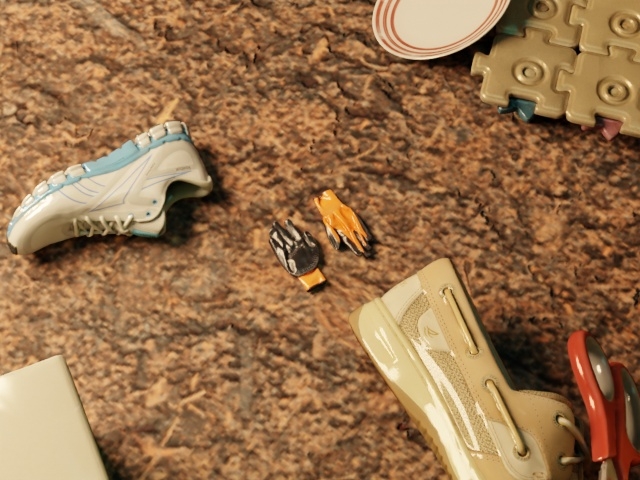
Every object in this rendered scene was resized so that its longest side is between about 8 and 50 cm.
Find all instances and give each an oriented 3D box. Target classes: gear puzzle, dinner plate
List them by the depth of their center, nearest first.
[{"bbox_3d":[0.116,-0.222,1.381,0.141,0.017,0.141,-14,51,18],"label":"dinner plate"},{"bbox_3d":[0.254,-0.240,1.410,0.175,0.044,0.339,13,60,6],"label":"gear puzzle"}]

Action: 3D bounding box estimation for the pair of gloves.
[{"bbox_3d":[0.000,0.000,1.287,0.083,0.010,0.074,-32,70,-15],"label":"pair of gloves"}]

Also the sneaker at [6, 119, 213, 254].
[{"bbox_3d":[-0.177,-0.029,1.264,0.191,0.071,0.083,-30,74,-16],"label":"sneaker"}]

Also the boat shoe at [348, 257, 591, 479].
[{"bbox_3d":[0.152,0.160,1.136,0.110,0.121,0.341,-35,67,1],"label":"boat shoe"}]

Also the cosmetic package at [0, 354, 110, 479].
[{"bbox_3d":[-0.180,0.260,1.061,0.113,0.160,0.309,-21,64,-12],"label":"cosmetic package"}]

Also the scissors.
[{"bbox_3d":[0.225,0.184,1.106,0.021,0.109,0.297,-26,32,23],"label":"scissors"}]
